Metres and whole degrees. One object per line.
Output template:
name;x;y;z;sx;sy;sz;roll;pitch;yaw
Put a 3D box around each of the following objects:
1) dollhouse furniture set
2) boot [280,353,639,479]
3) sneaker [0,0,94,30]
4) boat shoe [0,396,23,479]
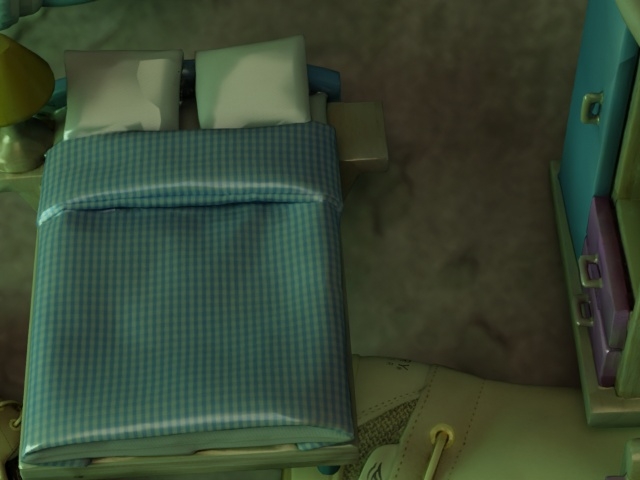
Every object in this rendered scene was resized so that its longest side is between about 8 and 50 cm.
dollhouse furniture set;0.000;0.000;0.549;0.303;0.198;0.286;-2;50;0
boot;0.081;0.176;0.622;0.203;0.095;0.262;2;71;5
sneaker;-0.140;-0.273;0.716;0.150;0.135;0.366;-13;81;-18
boat shoe;-0.145;0.091;0.680;0.045;0.050;0.135;-14;89;-2
